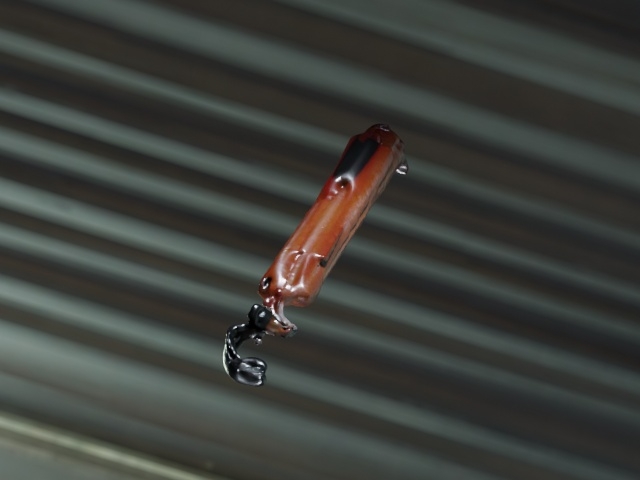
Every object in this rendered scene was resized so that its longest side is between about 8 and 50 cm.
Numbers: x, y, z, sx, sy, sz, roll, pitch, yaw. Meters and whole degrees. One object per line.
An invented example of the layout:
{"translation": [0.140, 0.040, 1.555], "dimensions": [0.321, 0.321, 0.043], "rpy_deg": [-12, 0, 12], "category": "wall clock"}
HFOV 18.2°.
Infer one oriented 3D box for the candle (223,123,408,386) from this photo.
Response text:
{"translation": [-0.001, -0.001, 0.674], "dimensions": [0.167, 0.021, 0.026], "rpy_deg": [-56, -31, -58], "category": "candle"}
